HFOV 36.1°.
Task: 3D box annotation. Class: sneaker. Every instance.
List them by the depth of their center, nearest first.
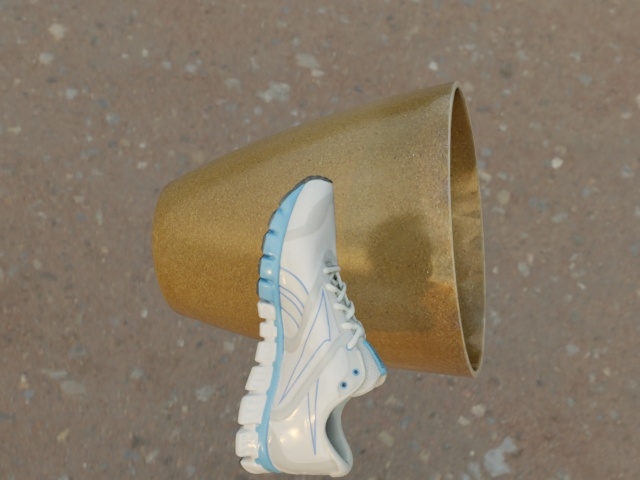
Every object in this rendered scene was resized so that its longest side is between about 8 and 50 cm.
[{"bbox_3d":[0.004,0.056,0.610,0.083,0.191,0.071,8,5,21],"label":"sneaker"}]

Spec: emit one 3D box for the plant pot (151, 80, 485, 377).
[{"bbox_3d":[0.000,0.000,0.822,0.254,0.237,0.237,-4,51,15],"label":"plant pot"}]
